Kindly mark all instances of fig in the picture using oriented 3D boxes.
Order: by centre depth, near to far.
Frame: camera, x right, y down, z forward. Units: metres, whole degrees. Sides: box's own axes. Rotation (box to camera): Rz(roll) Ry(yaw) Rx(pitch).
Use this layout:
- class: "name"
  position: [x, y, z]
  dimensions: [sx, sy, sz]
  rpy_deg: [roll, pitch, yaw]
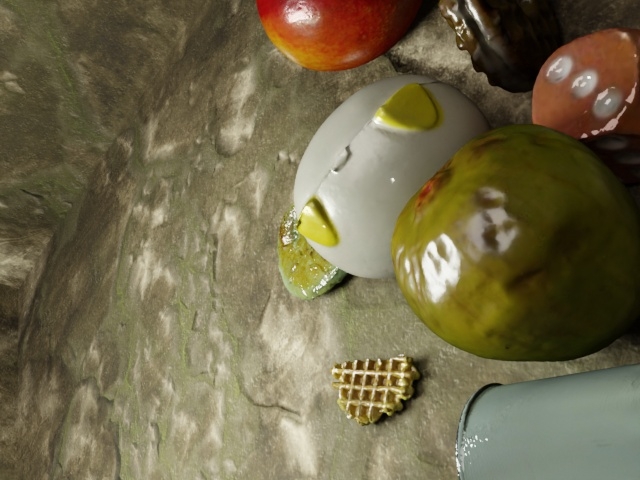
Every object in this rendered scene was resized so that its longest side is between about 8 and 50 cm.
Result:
- class: "fig"
  position: [0.282, 0.017, 0.948]
  dimensions: [0.343, 0.343, 0.343]
  rpy_deg: [-28, 50, 40]

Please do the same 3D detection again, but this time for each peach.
- class: "peach"
  position: [0.053, -0.569, 1.546]
  dimensions: [0.388, 0.388, 0.388]
  rpy_deg: [-28, 50, 40]

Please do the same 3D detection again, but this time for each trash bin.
- class: "trash bin"
  position: [0.333, 0.267, 0.837]
  dimensions: [0.262, 0.217, 0.277]
  rpy_deg: [-23, 20, 43]

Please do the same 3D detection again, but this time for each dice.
- class: "dice"
  position: [0.427, -0.189, 1.017]
  dimensions: [0.174, 0.175, 0.179]
  rpy_deg: [-6, 69, 49]

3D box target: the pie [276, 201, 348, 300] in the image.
- class: "pie"
  position: [0.000, 0.000, 1.533]
  dimensions: [0.277, 0.078, 0.277]
  rpy_deg: [-22, 60, 43]

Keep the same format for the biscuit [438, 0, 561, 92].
- class: "biscuit"
  position: [0.301, -0.408, 1.175]
  dimensions: [0.103, 0.332, 0.332]
  rpy_deg: [-22, 54, 37]

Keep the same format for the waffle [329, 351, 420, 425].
- class: "waffle"
  position: [0.099, 0.257, 1.281]
  dimensions: [0.192, 0.046, 0.160]
  rpy_deg: [-45, 41, 25]

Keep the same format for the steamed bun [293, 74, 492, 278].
- class: "steamed bun"
  position: [0.128, -0.107, 1.212]
  dimensions: [0.374, 0.334, 0.334]
  rpy_deg: [-55, 38, 18]
